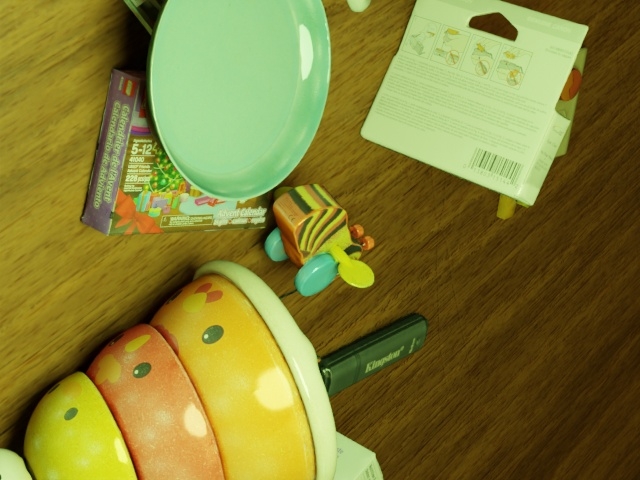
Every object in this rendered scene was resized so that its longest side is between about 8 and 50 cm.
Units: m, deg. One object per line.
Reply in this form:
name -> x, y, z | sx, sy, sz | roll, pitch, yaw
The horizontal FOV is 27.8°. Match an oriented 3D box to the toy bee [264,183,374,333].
toy bee -> 0.000, 0.000, 1.868 | 0.162, 0.195, 0.298 | -32, 174, -21

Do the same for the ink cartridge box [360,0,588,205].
ink cartridge box -> 0.232, -0.223, 1.908 | 0.066, 0.296, 0.261 | 18, 96, -55

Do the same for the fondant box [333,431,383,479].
fondant box -> -0.100, 0.405, 1.918 | 0.330, 0.238, 0.096 | -43, 138, -27

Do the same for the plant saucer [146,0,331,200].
plant saucer -> -0.103, -0.208, 1.576 | 0.317, 0.043, 0.318 | -17, 112, -49

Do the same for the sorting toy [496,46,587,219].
sorting toy -> 0.407, -0.194, 2.369 | 0.229, 0.041, 0.307 | -19, 125, -45

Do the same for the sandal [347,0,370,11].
sandal -> -0.003, -0.464, 1.631 | 0.416, 0.102, 0.169 | 71, 28, -53

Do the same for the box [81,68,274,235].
box -> -0.164, -0.112, 1.676 | 0.293, 0.057, 0.201 | -4, 113, -50

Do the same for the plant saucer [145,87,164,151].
plant saucer -> -0.145, -0.178, 1.589 | 0.168, 0.029, 0.169 | -16, 111, -48

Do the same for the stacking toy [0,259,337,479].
stacking toy -> -0.248, 0.259, 1.638 | 0.479, 0.350, 0.351 | -23, 129, -24

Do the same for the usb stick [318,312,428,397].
usb stick -> 0.086, 0.194, 2.193 | 0.278, 0.045, 0.077 | -22, 126, -44

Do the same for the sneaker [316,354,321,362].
sneaker -> -0.062, 0.194, 1.942 | 0.087, 0.083, 0.221 | -56, 161, 2

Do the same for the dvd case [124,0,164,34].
dvd case -> -0.172, -0.294, 1.549 | 0.087, 0.013, 0.119 | 52, 58, -10
